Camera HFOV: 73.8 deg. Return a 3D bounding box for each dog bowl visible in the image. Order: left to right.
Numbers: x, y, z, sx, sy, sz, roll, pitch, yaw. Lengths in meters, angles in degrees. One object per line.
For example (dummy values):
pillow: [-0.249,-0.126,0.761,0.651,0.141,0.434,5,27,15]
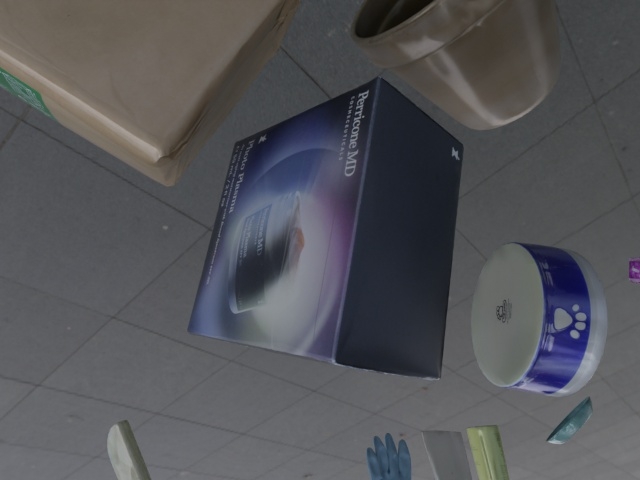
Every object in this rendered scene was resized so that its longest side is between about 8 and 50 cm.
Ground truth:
dog bowl: [0.378,0.138,0.775,0.104,0.265,0.265,9,132,-3]

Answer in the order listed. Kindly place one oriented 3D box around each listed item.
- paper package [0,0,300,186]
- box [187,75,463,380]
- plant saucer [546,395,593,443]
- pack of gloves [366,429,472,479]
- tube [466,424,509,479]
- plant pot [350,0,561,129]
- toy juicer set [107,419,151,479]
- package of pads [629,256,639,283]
paper package: [-0.243,-0.279,0.533,0.324,0.310,0.168,34,163,-9]
box: [0.000,0.000,0.554,0.182,0.297,0.293,22,161,-40]
plant saucer: [0.476,0.345,0.806,0.119,0.021,0.119,-30,144,-24]
pack of gloves: [0.153,0.401,0.616,0.194,0.232,0.046,14,137,-26]
tube: [0.326,0.471,0.785,0.070,0.240,0.062,9,151,-29]
plant pot: [0.257,-0.354,0.729,0.323,0.323,0.280,-36,124,21]
toy juicer set: [-0.210,0.340,0.316,0.329,0.209,0.089,-49,169,-11]
package of pads: [0.640,0.057,0.838,0.083,0.050,0.032,-1,180,-33]
